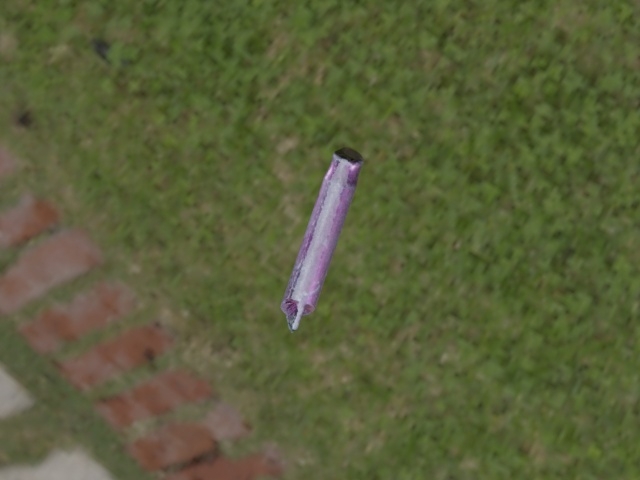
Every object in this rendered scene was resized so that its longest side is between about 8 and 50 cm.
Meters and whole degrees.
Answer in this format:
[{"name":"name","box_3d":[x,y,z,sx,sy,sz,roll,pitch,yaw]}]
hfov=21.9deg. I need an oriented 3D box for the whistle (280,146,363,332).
[{"name":"whistle","box_3d":[0.000,0.000,1.482,0.033,0.033,0.177,24,109,12]}]
